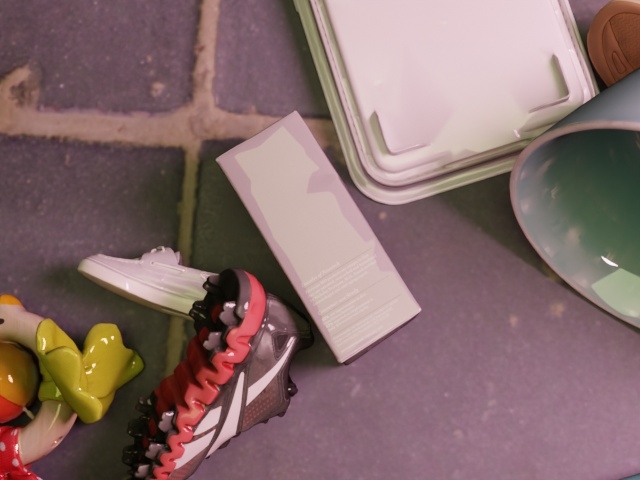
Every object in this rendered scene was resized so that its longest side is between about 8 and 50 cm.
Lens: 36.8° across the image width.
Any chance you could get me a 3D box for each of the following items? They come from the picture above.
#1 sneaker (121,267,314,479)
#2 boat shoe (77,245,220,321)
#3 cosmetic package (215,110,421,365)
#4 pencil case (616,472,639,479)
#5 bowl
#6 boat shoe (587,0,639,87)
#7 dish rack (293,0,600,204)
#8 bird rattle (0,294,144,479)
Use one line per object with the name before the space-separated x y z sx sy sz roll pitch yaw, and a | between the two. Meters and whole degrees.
sneaker | -0.100 0.163 0.972 0.135 0.097 0.276 22 108 -30
boat shoe | -0.161 0.040 1.016 0.184 0.066 0.063 16 75 7
cosmetic package | 0.000 0.000 0.976 0.107 0.127 0.238 -34 80 -1
pencil case | 0.346 0.258 0.949 0.151 0.064 0.070 -19 66 2
bowl | 0.351 -0.049 0.893 0.311 0.311 0.163 33 66 7
boat shoe | 0.432 -0.151 0.978 0.341 0.122 0.110 32 49 4
dish rack | 0.130 -0.228 1.022 0.285 0.072 0.333 -17 83 1
bird rattle | -0.314 0.175 1.005 0.207 0.143 0.253 41 101 19
